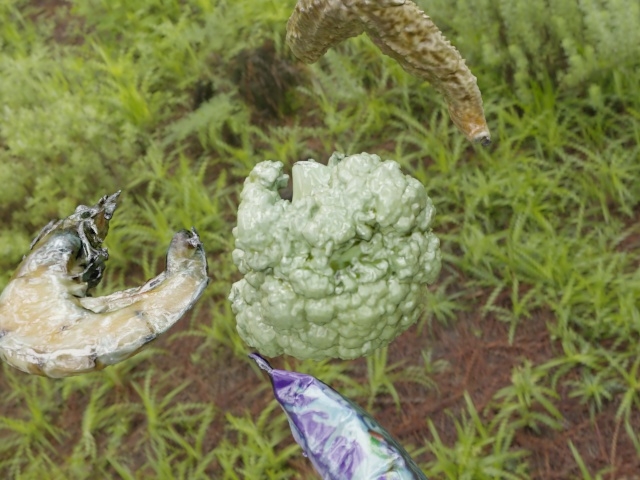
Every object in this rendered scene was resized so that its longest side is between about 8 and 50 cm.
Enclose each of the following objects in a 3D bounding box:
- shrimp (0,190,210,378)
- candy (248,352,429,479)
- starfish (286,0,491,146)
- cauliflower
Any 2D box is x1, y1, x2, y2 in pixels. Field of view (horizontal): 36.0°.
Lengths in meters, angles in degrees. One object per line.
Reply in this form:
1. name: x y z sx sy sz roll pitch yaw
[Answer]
1. shrimp: -0.224 0.031 1.072 0.233 0.071 0.365 -8 28 6
2. candy: 0.045 0.204 0.886 0.070 0.145 0.275 -49 55 2
3. starfish: 0.022 -0.292 1.242 0.324 0.432 0.082 12 59 42
4. cauliflower: -0.006 0.008 1.196 0.327 0.260 0.281 -51 55 24
